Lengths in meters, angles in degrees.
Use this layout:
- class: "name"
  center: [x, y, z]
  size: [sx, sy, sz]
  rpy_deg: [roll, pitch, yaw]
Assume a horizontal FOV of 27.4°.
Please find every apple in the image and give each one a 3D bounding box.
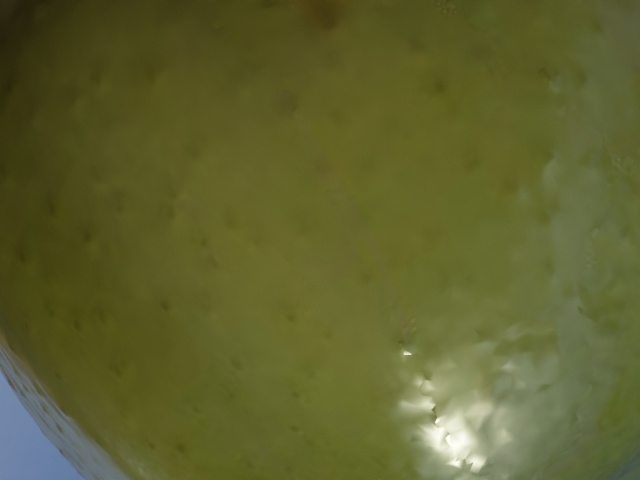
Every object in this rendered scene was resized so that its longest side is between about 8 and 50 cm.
- class: "apple"
  center: [0.000, 0.000, 0.593]
  size: [0.312, 0.360, 0.320]
  rpy_deg: [-37, 169, -4]
